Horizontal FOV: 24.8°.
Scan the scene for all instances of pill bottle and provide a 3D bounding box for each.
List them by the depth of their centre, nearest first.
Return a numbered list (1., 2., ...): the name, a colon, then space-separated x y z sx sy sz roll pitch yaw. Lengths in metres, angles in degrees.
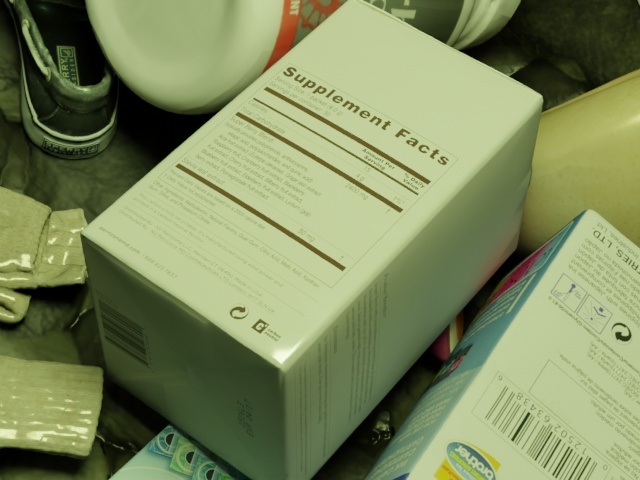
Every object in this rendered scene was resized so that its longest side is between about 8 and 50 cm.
1. pill bottle: 0.001 -0.228 1.208 0.363 0.210 0.210 -16 60 -46

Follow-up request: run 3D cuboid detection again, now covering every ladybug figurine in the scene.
1. ladybug figurine: 0.337 -0.086 1.209 0.449 0.305 0.162 -25 92 -13

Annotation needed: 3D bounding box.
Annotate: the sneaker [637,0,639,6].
1. sneaker: 0.354 -0.308 1.502 0.064 0.067 0.175 4 53 -12

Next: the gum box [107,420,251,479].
1. gum box: -0.100 0.230 0.995 0.157 0.041 0.184 39 54 12

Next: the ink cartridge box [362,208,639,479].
1. ink cartridge box: 0.169 0.206 1.005 0.270 0.151 0.395 39 52 1

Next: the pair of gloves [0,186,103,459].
1. pair of gloves: -0.265 0.061 1.068 0.204 0.042 0.240 0 53 -12

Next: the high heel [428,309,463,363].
1. high heel: 0.049 -0.006 1.203 0.117 0.082 0.244 -12 69 8

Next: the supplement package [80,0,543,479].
1. supplement package: 0.000 0.000 1.034 0.175 0.177 0.293 32 57 23

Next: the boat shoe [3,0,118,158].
1. boat shoe: -0.226 -0.220 1.239 0.113 0.105 0.306 1 55 -16
